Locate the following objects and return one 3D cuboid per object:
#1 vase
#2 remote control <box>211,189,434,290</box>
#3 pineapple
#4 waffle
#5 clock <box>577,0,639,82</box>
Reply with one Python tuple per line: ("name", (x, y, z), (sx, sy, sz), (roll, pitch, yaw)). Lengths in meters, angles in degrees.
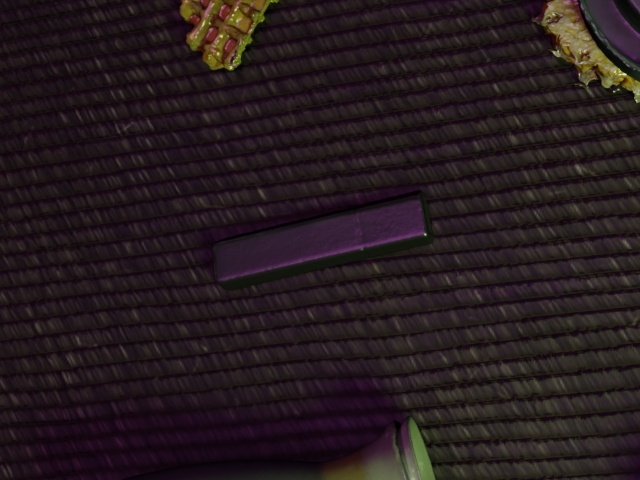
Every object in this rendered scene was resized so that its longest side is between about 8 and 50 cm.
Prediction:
("vase", (-0.043, 0.279, 1.347), (0.321, 0.173, 0.173), (-20, 77, 7))
("remote control", (0.000, 0.000, 1.441), (0.245, 0.025, 0.063), (-14, 74, 13))
("pineapple", (0.326, -0.245, 1.370), (0.221, 0.047, 0.221), (-2, 81, 15))
("waffle", (-0.082, -0.284, 1.495), (0.160, 0.046, 0.192), (-3, 82, 16))
("clock", (0.385, -0.275, 1.315), (0.280, 0.055, 0.281), (-2, 78, 11))
